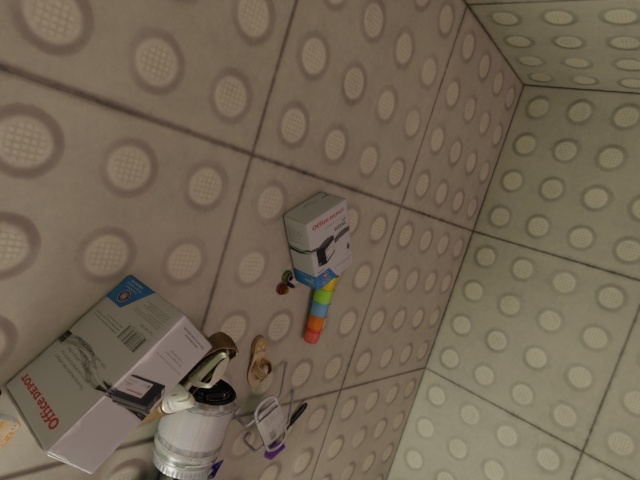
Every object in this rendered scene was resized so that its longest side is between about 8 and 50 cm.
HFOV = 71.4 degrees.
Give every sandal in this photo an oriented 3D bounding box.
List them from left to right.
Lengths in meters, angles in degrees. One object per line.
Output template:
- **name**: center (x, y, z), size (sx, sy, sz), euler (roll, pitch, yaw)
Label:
- **sandal**: center (-0.225, 0.491, 1.731), size (0.088, 0.079, 0.239), euler (-16, 119, -45)

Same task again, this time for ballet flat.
- **ballet flat**: center (-0.373, 0.410, 1.302), size (0.342, 0.124, 0.116), euler (-40, 133, -33)

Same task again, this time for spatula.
- **spatula**: center (-0.151, 0.869, 2.035), size (0.296, 0.030, 0.084), euler (-55, 137, -16)

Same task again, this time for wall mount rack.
- **wall mount rack**: center (-0.195, 0.686, 1.821), size (0.304, 0.131, 0.349), euler (-35, 135, -31)

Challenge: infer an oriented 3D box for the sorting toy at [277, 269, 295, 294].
- **sorting toy**: center (-0.125, 0.169, 1.725), size (0.061, 0.042, 0.101), euler (31, 83, -51)

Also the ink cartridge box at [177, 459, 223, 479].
- **ink cartridge box**: center (-0.504, 0.868, 1.497), size (0.371, 0.069, 0.175), euler (-11, 142, -37)

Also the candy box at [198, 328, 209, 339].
- **candy box**: center (-0.442, 0.337, 1.381), size (0.187, 0.109, 0.053), euler (-18, 120, -43)

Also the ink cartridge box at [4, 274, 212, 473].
- **ink cartridge box**: center (-0.528, 0.317, 1.129), size (0.395, 0.286, 0.166), euler (-47, 137, -24)

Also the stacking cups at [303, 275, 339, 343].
- **stacking cups**: center (-0.008, 0.286, 1.882), size (0.096, 0.096, 0.315), euler (3, 106, -50)

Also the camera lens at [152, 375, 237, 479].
- **camera lens**: center (-0.408, 0.591, 1.451), size (0.220, 0.220, 0.274), euler (14, 96, -51)

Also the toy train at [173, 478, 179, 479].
- **toy train**: center (-0.432, 0.769, 1.612), size (0.248, 0.105, 0.143), euler (-30, 138, -38)

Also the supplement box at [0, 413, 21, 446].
- **supplement box**: center (-0.796, 0.454, 1.080), size (0.062, 0.036, 0.098), euler (-55, 139, -17)

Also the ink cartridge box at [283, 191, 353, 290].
- **ink cartridge box**: center (0.000, 0.000, 1.722), size (0.223, 0.129, 0.307), euler (-35, 131, -34)
